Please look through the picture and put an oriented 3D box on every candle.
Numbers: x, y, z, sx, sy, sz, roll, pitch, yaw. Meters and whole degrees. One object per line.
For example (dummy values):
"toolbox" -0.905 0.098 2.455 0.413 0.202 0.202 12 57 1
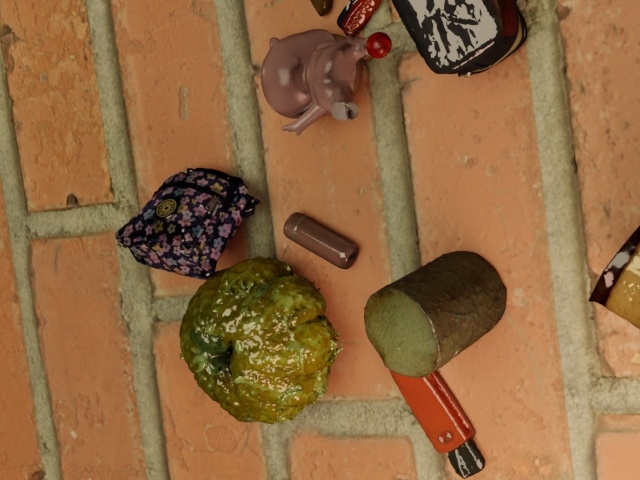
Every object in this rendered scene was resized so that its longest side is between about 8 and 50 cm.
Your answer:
"candle" 0.085 -0.426 1.978 0.053 0.048 0.162 28 112 -15

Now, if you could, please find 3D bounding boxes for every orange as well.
"orange" -0.119 0.189 2.059 0.300 0.223 0.301 -24 86 33

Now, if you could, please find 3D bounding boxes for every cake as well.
"cake" 0.533 0.068 1.725 0.178 0.185 0.207 43 91 20

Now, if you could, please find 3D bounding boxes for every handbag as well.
"handbag" 0.218 -0.391 1.832 0.181 0.181 0.254 -32 84 26
"handbag" -0.238 -0.040 2.102 0.229 0.126 0.207 10 58 33

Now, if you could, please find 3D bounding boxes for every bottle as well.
"bottle" 0.000 0.000 2.065 0.140 0.053 0.053 30 109 20

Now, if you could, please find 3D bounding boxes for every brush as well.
"brush" 0.188 0.266 2.009 0.070 0.051 0.323 -34 84 33

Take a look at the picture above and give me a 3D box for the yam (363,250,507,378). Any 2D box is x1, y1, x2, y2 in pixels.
"yam" 0.186 0.118 1.879 0.161 0.268 0.161 11 111 31

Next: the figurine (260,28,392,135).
"figurine" 0.017 -0.273 1.949 0.287 0.186 0.176 8 108 61

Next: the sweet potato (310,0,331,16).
"sweet potato" -0.031 -0.481 2.020 0.053 0.054 0.182 -35 78 17
